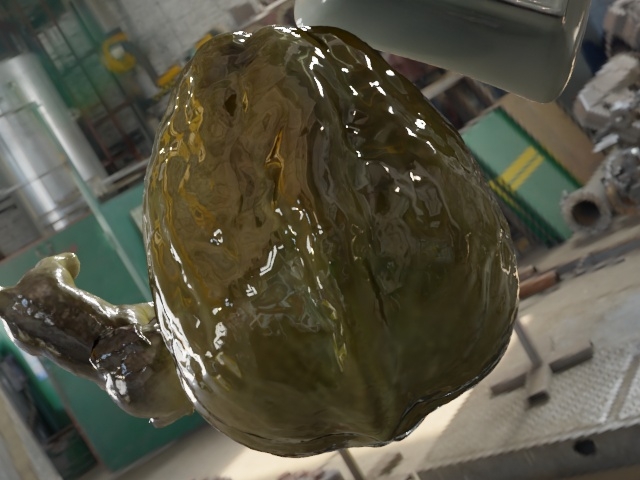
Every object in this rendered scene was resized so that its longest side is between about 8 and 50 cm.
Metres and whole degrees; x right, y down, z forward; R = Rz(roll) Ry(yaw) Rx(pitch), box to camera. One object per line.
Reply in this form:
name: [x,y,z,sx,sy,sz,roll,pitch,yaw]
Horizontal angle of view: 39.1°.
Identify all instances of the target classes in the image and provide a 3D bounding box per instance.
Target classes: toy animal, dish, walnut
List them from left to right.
toy animal: [-0.207,0.093,0.878,0.168,0.233,0.121,40,-105,-81]
walnut: [0.000,0.000,0.587,0.227,0.282,0.283,-18,7,2]
dish: [0.100,-0.202,0.646,0.077,0.213,0.151,122,164,-78]
